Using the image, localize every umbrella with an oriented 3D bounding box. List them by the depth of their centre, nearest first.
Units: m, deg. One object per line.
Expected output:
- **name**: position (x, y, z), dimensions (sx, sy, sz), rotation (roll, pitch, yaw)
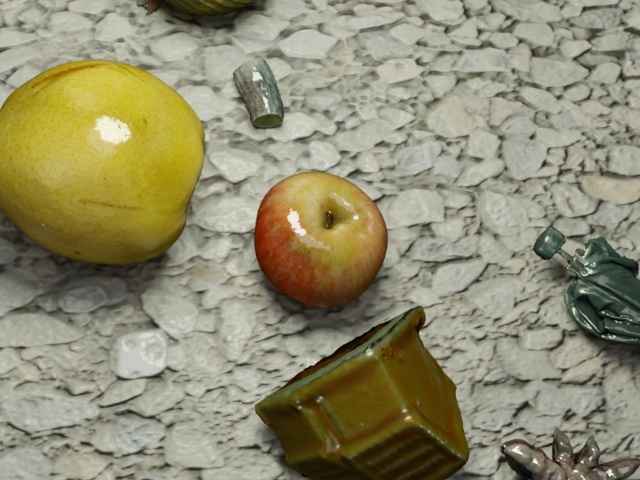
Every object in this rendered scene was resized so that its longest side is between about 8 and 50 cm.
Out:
- **umbrella**: position (0.477, 0.102, 1.752), dimensions (0.349, 0.094, 0.143), rotation (36, 52, -1)

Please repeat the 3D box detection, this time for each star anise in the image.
- **star anise**: position (0.361, 0.371, 1.645), dimensions (0.236, 0.093, 0.229), rotation (43, 71, 6)

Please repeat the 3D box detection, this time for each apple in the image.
- **apple**: position (0.000, 0.000, 1.688), dimensions (0.209, 0.164, 0.209), rotation (8, 63, -15)

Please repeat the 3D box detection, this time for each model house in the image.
- **model house**: position (0.077, 0.264, 1.626), dimensions (0.268, 0.173, 0.239), rotation (-31, 91, 15)

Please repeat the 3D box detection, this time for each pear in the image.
- **pear**: position (-0.321, -0.117, 1.621), dimensions (0.314, 0.314, 0.314), rotation (2, 71, -7)

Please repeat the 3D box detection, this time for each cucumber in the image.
- **cucumber**: position (-0.097, -0.237, 1.810), dimensions (0.064, 0.064, 0.112), rotation (-18, 77, -13)

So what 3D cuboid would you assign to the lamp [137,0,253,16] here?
- **lamp**: position (-0.198, -0.466, 1.799), dimensions (0.250, 0.284, 0.250), rotation (35, 34, -28)
